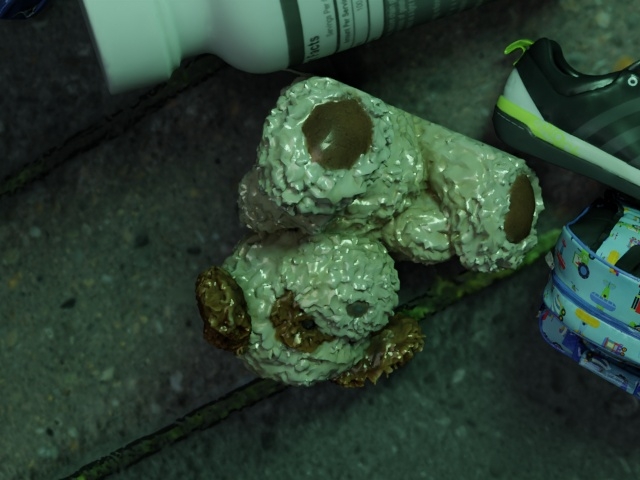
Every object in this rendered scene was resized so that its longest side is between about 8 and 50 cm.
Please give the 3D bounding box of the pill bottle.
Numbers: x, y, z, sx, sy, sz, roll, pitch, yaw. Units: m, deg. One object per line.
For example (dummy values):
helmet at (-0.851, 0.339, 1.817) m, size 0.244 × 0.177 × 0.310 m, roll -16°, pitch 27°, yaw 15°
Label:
pill bottle at (0.005, -0.235, 1.158) m, size 0.363 × 0.210 × 0.210 m, roll -18°, pitch 91°, yaw -6°

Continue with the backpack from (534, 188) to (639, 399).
backpack at (0.226, 0.047, 1.200) m, size 0.158 × 0.173 × 0.117 m, roll 30°, pitch 105°, yaw 13°

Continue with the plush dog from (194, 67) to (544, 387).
plush dog at (0.000, 0.000, 1.272) m, size 0.210 × 0.262 × 0.225 m, roll 27°, pitch 97°, yaw 49°

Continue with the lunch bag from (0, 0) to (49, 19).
lunch bag at (-0.240, -0.221, 1.388) m, size 0.065 × 0.067 × 0.098 m, roll 47°, pitch 110°, yaw 9°

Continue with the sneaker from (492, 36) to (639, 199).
sneaker at (0.233, -0.083, 1.229) m, size 0.235 × 0.084 × 0.097 m, roll 22°, pitch 102°, yaw 16°
